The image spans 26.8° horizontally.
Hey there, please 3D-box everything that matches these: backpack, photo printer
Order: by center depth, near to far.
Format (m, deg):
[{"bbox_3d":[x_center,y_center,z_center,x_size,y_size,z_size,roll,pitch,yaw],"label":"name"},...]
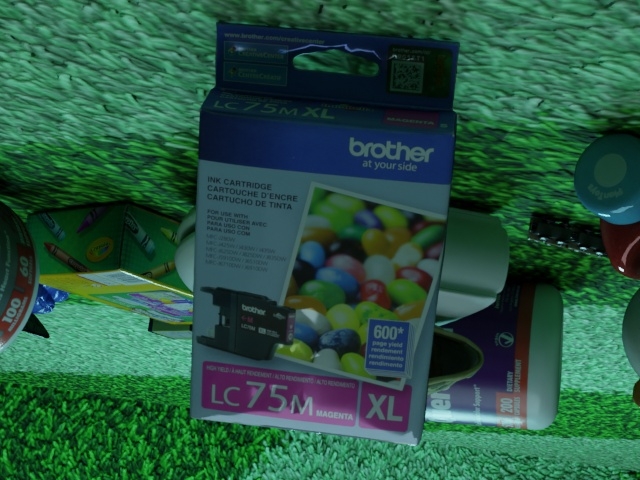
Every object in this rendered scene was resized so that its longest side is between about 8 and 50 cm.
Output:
[{"bbox_3d":[0.006,0.017,1.408,0.308,0.107,0.256,11,165,-19],"label":"photo printer"},{"bbox_3d":[-0.361,0.040,1.672,0.098,0.101,0.120,12,169,4],"label":"backpack"}]

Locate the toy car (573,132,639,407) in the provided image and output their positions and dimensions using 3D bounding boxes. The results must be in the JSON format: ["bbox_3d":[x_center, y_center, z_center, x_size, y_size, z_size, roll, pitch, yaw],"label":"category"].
[{"bbox_3d":[0.335,0.048,1.130,0.210,0.238,0.219,-4,163,35],"label":"toy car"}]

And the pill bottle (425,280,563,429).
[{"bbox_3d":[0.136,0.135,1.671,0.323,0.181,0.181,2,166,12],"label":"pill bottle"}]

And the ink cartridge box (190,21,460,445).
[{"bbox_3d":[0.000,0.000,1.003,0.186,0.311,0.065,6,-158,4],"label":"ink cartridge box"}]

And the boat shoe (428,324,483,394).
[{"bbox_3d":[0.047,0.105,1.342,0.089,0.104,0.285,-15,164,40],"label":"boat shoe"}]

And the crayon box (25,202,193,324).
[{"bbox_3d":[-0.200,0.035,1.616,0.165,0.081,0.278,-4,163,36],"label":"crayon box"}]

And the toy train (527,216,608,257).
[{"bbox_3d":[0.276,0.001,1.404,0.158,0.027,0.036,13,175,-29],"label":"toy train"}]

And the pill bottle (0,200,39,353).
[{"bbox_3d":[-0.450,0.004,1.334,0.210,0.210,0.363,2,166,17],"label":"pill bottle"}]

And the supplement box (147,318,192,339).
[{"bbox_3d":[-0.179,0.088,1.815,0.083,0.083,0.056,-3,164,35],"label":"supplement box"}]

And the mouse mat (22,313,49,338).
[{"bbox_3d":[-0.433,0.051,1.694,0.190,0.007,0.153,44,-170,34],"label":"mouse mat"}]
